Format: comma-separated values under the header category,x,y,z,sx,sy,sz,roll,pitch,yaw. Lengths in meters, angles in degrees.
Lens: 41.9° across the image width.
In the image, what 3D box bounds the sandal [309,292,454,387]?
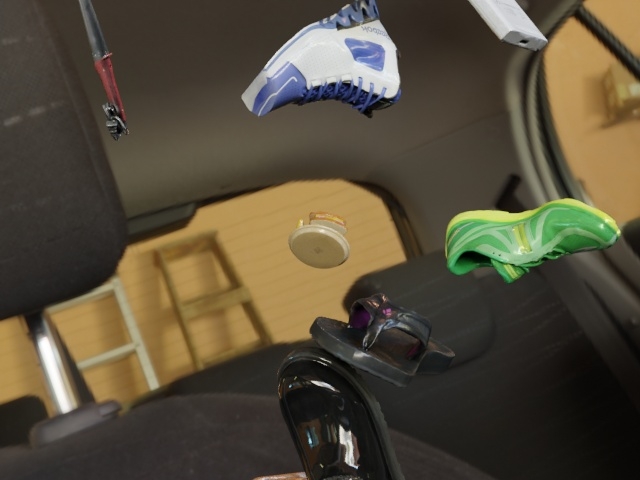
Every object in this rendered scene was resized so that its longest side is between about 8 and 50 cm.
category,x,y,z,sx,sy,sz,roll,pitch,yaw
sandal,0.111,0.141,1.320,0.107,0.167,0.446,-65,-21,5

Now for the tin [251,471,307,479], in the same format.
category,x,y,z,sx,sy,sz,roll,pitch,yaw
tin,-0.054,0.492,1.608,0.190,0.040,0.106,4,11,-32

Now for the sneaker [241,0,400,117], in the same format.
category,x,y,z,sx,sy,sz,roll,pitch,yaw
sneaker,0.038,-0.278,1.405,0.315,0.182,0.127,-40,3,-33

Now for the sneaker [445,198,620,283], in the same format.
category,x,y,z,sx,sy,sz,roll,pitch,yaw
sneaker,0.331,0.013,1.325,0.295,0.123,0.109,-8,-36,41

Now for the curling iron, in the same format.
category,x,y,z,sx,sy,sz,roll,pitch,yaw
curling iron,-0.374,-0.306,1.441,0.035,0.274,0.068,-12,15,-6

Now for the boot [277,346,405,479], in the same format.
category,x,y,z,sx,sy,sz,roll,pitch,yaw
boot,0.013,0.336,1.129,0.131,0.348,0.260,-27,4,26

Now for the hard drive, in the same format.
category,x,y,z,sx,sy,sz,roll,pitch,yaw
hard drive,0.365,-0.554,1.857,0.040,0.307,0.203,-44,-22,31

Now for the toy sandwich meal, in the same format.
category,x,y,z,sx,sy,sz,roll,pitch,yaw
toy sandwich meal,0.000,0.000,1.024,0.085,0.085,0.029,-27,34,38
